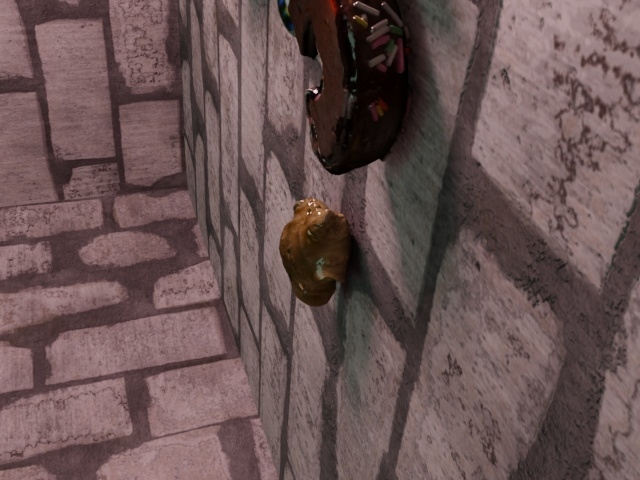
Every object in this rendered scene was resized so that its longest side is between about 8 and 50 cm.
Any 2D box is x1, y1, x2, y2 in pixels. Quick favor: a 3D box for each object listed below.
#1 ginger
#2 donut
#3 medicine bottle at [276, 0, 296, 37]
[{"bbox_3d":[0.000,0.000,1.435,0.270,0.123,0.219,-57,45,51],"label":"ginger"},{"bbox_3d":[0.047,-0.293,1.108,0.259,0.136,0.345,136,123,-70],"label":"donut"},{"bbox_3d":[-0.038,-0.455,1.374,0.229,0.083,0.121,-126,21,-75],"label":"medicine bottle"}]
